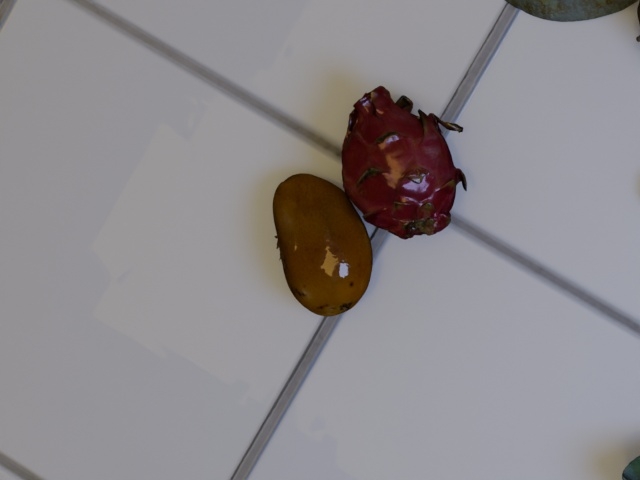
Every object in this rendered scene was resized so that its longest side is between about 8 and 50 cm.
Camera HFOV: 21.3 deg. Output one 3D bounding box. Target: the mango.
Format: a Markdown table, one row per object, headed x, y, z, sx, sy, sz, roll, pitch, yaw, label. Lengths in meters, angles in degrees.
| x | y | z | sx | sy | sz | roll | pitch | yaw | label |
| --- | --- | --- | --- | --- | --- | --- | --- | --- | --- |
| -0.002 | 0.002 | 1.820 | 0.105 | 0.084 | 0.159 | -27 | 86 | 36 | mango |

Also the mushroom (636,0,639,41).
| x | y | z | sx | sy | sz | roll | pitch | yaw | label |
| --- | --- | --- | --- | --- | --- | --- | --- | --- | --- |
| 0.453 | -0.377 | 1.652 | 0.397 | 0.224 | 0.313 | -42 | 111 | -12 | mushroom |

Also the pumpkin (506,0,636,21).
| x | y | z | sx | sy | sz | roll | pitch | yaw | label |
| --- | --- | --- | --- | --- | --- | --- | --- | --- | --- |
| 0.255 | -0.341 | 1.763 | 0.217 | 0.110 | 0.217 | 0 | 88 | 15 | pumpkin |

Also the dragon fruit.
| x | y | z | sx | sy | sz | roll | pitch | yaw | label |
| --- | --- | --- | --- | --- | --- | --- | --- | --- | --- |
| 0.079 | -0.079 | 1.794 | 0.136 | 0.133 | 0.166 | -26 | 89 | -32 | dragon fruit |

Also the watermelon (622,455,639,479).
| x | y | z | sx | sy | sz | roll | pitch | yaw | label |
| --- | --- | --- | --- | --- | --- | --- | --- | --- | --- |
| 0.451 | 0.339 | 1.696 | 0.320 | 0.214 | 0.289 | 9 | 96 | -2 | watermelon |
